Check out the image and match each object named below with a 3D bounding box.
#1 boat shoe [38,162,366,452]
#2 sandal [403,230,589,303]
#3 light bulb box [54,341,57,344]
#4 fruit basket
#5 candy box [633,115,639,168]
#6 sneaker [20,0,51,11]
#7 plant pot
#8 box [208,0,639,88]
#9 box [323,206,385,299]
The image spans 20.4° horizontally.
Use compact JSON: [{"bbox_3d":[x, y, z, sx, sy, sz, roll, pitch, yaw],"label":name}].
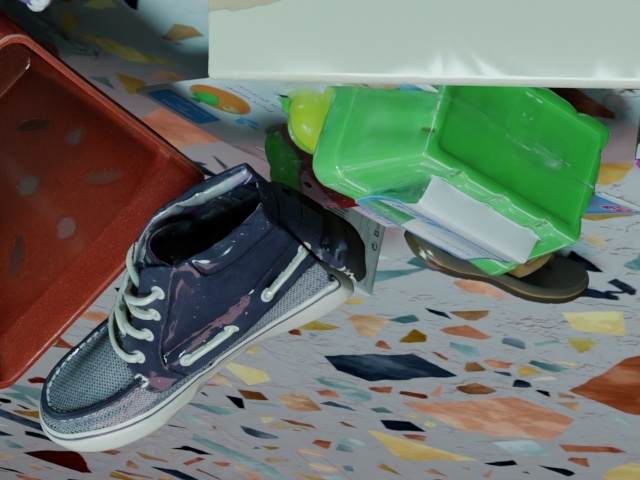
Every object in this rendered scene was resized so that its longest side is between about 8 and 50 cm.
[{"bbox_3d":[-0.140,0.054,1.529,0.340,0.127,0.158,-34,141,14],"label":"boat shoe"},{"bbox_3d":[0.186,0.009,1.793,0.219,0.090,0.060,17,114,-24],"label":"sandal"},{"bbox_3d":[-0.470,-0.025,1.836,0.358,0.225,0.361,24,157,-28],"label":"light bulb box"},{"bbox_3d":[0.055,-0.066,1.544,0.327,0.165,0.353,28,157,-35],"label":"fruit basket"},{"bbox_3d":[0.400,-0.064,1.483,0.233,0.071,0.159,-2,154,31],"label":"candy box"},{"bbox_3d":[-0.225,-0.261,1.308,0.105,0.095,0.236,19,154,1],"label":"sneaker"},{"bbox_3d":[-0.312,-0.079,1.532,0.267,0.267,0.236,38,-172,-48],"label":"plant pot"},{"bbox_3d":[0.090,-0.171,1.225,0.311,0.121,0.148,2,-171,17],"label":"box"},{"bbox_3d":[0.000,0.000,1.817,0.087,0.101,0.102,-10,150,45],"label":"box"}]
